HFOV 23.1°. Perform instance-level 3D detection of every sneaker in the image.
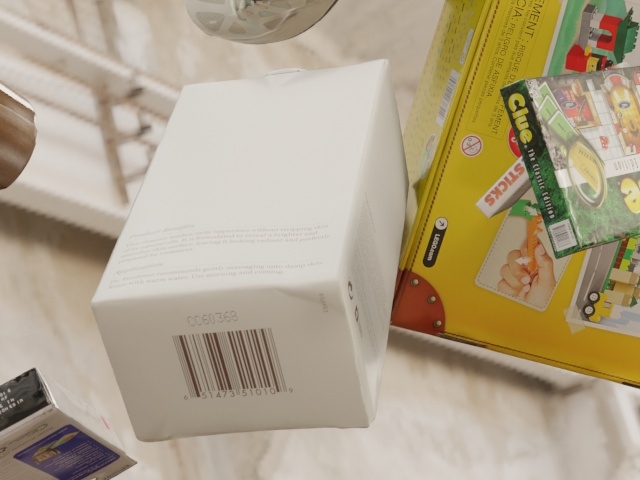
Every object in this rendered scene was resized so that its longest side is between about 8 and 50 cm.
[{"bbox_3d":[-0.071,-0.337,1.839,0.257,0.169,0.447,-12,-1,-44],"label":"sneaker"}]

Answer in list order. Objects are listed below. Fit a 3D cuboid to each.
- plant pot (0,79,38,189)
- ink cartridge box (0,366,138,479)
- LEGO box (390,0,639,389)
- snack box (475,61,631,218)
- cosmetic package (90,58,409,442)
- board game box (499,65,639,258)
[{"bbox_3d":[-0.398,-0.130,1.659,0.167,0.167,0.165,-26,-31,24],"label":"plant pot"},{"bbox_3d":[-0.346,0.254,1.858,0.175,0.069,0.371,-29,-21,-2],"label":"ink cartridge box"},{"bbox_3d":[0.295,-0.121,1.606,0.372,0.500,0.193,16,12,-11],"label":"LEGO box"},{"bbox_3d":[0.215,-0.090,1.426,0.178,0.022,0.064,-48,-13,27],"label":"snack box"},{"bbox_3d":[-0.046,-0.004,1.403,0.217,0.385,0.156,-5,-59,14],"label":"cosmetic package"},{"bbox_3d":[0.242,-0.070,1.247,0.030,0.136,0.259,-19,-4,40],"label":"board game box"}]
